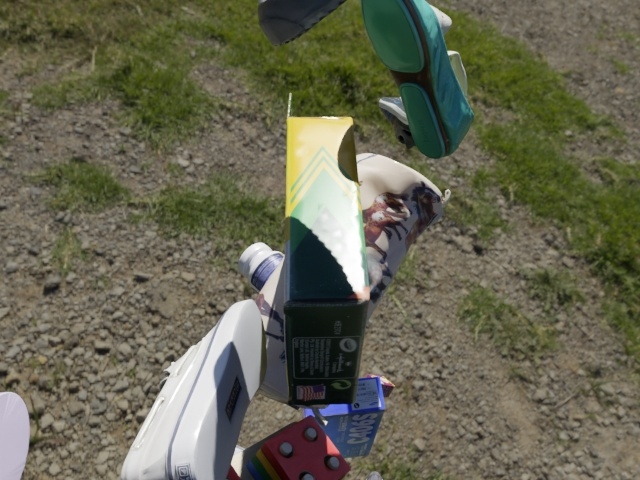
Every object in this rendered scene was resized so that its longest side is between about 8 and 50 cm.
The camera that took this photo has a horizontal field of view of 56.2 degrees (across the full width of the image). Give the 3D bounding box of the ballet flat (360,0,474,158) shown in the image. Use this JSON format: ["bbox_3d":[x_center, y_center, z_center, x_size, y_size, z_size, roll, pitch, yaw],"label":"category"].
[{"bbox_3d":[0.119,-0.209,0.691,0.083,0.247,0.087,22,62,44],"label":"ballet flat"}]

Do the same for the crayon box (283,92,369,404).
[{"bbox_3d":[0.000,0.000,0.696,0.081,0.202,0.318,-1,49,-2],"label":"crayon box"}]

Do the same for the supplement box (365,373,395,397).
[{"bbox_3d":[0.171,0.429,1.773,0.083,0.043,0.055,21,10,-47],"label":"supplement box"}]

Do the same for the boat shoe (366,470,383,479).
[{"bbox_3d":[0.143,0.655,1.470,0.075,0.206,0.065,-5,27,7],"label":"boat shoe"}]

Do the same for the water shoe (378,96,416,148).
[{"bbox_3d":[0.156,-0.229,1.164,0.073,0.080,0.203,-2,22,-6],"label":"water shoe"}]

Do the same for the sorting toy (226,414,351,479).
[{"bbox_3d":[-0.030,0.356,0.715,0.257,0.089,0.255,-14,57,-48],"label":"sorting toy"}]

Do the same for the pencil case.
[{"bbox_3d":[0.032,0.056,0.896,0.183,0.160,0.410,33,79,0],"label":"pencil case"}]

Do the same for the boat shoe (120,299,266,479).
[{"bbox_3d":[-0.120,0.152,0.616,0.088,0.096,0.267,-9,29,12],"label":"boat shoe"}]

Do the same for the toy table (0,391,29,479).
[{"bbox_3d":[-0.797,0.486,1.364,0.161,0.252,0.274,-6,53,19],"label":"toy table"}]

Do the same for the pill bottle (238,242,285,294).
[{"bbox_3d":[-0.134,0.128,1.903,0.153,0.153,0.265,-26,51,-38],"label":"pill bottle"}]

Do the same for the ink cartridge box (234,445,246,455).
[{"bbox_3d":[-0.102,0.482,1.239,0.208,0.206,0.045,35,70,-24],"label":"ink cartridge box"}]

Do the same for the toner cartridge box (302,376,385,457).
[{"bbox_3d":[0.042,0.412,1.352,0.165,0.348,0.075,-4,56,-4],"label":"toner cartridge box"}]

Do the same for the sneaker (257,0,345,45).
[{"bbox_3d":[0.022,-0.265,0.423,0.131,0.319,0.112,41,54,-17],"label":"sneaker"}]
